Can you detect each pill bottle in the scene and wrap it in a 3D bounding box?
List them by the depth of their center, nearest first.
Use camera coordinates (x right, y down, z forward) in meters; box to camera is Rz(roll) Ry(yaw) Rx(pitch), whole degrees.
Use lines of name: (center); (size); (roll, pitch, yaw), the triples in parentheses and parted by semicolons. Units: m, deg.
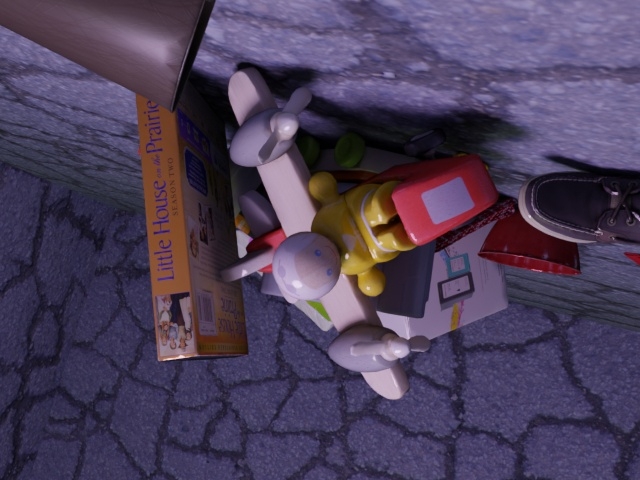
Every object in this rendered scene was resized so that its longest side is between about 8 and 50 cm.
pill bottle: (-0.077, -0.062, 1.348); (0.279, 0.162, 0.162); (36, 172, -4)

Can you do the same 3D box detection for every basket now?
basket: (-0.197, -0.223, 0.563); (0.227, 0.154, 0.204); (20, 149, -11)

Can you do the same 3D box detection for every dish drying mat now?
dish drying mat: (0.644, 0.040, 1.438); (0.083, 0.008, 0.032); (21, 172, -42)

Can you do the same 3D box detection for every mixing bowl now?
mixing bowl: (0.380, -0.004, 1.275); (0.182, 0.098, 0.181); (12, 174, 1)

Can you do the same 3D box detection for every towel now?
towel: (0.185, -0.014, 1.256); (0.275, 0.031, 0.199); (-26, -164, -28)

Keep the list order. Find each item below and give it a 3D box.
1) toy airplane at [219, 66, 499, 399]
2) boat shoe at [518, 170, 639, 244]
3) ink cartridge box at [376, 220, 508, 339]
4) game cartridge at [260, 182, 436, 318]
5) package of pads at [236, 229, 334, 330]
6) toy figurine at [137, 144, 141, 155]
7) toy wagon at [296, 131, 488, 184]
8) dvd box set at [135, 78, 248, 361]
toy airplane: (0.000, 0.000, 0.971); (0.386, 0.384, 0.272); (26, -149, 14)
boat shoe: (0.410, -0.042, 0.942); (0.286, 0.102, 0.092); (12, 169, -5)
ink cartridge box: (0.206, 0.070, 1.443); (0.270, 0.197, 0.198); (-16, -168, -31)
game cartridge: (0.039, 0.007, 1.142); (0.298, 0.197, 0.062); (5, 180, 32)
package of pads: (-0.008, 0.031, 1.580); (0.297, 0.229, 0.101); (41, 145, 19)
toy figurine: (-0.254, -0.082, 1.606); (0.363, 0.217, 0.191); (15, 173, 9)
toy wagon: (0.124, -0.103, 1.196); (0.267, 0.068, 0.344); (20, 172, -35)
dvd box set: (-0.191, -0.026, 1.102); (0.062, 0.419, 0.307); (-8, 171, 6)
